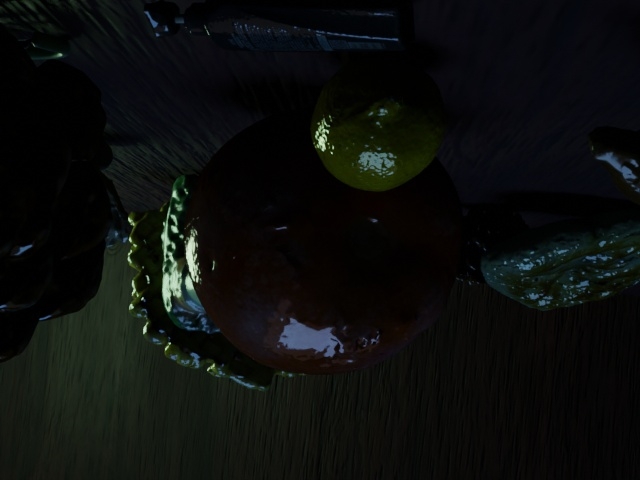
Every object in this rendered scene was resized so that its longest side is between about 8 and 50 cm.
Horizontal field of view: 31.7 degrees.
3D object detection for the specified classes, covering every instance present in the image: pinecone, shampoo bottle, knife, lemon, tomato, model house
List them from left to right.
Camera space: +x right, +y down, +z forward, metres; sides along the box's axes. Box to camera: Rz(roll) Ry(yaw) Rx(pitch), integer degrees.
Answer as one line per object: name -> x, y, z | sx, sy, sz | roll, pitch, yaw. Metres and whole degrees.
pinecone -> -0.260, -0.029, 0.686 | 0.244, 0.243, 0.309 | 10, -178, -38
knife -> -0.251, -0.130, 0.773 | 0.212, 0.015, 0.054 | 3, -177, 31
shampoo bottle -> -0.022, -0.112, 0.571 | 0.137, 0.027, 0.048 | 5, 162, 20
model house -> -0.006, 0.019, 1.299 | 0.267, 0.194, 0.325 | 9, 172, -29
tomato -> 0.000, 0.000, 0.866 | 0.208, 0.208, 0.184 | 8, 177, -23
lemon -> 0.035, -0.071, 0.675 | 0.082, 0.082, 0.111 | 7, 175, -10
pinecone -> 0.206, 0.000, 1.386 | 0.102, 0.102, 0.109 | 9, 141, -34

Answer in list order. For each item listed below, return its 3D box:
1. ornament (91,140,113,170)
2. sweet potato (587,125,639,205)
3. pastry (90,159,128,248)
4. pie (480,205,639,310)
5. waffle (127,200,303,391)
ornament -> -0.256, -0.087, 1.208 | 0.069, 0.041, 0.092 | 2, 168, -13
sweet potato -> 0.275, -0.035, 0.639 | 0.359, 0.112, 0.112 | 6, 177, -34
pastry -> -0.333, -0.041, 1.130 | 0.257, 0.120, 0.236 | -4, 155, 40
pie -> 0.292, 0.024, 1.288 | 0.241, 0.054, 0.240 | -8, 159, -3
waffle -> -0.120, 0.061, 1.491 | 0.301, 0.281, 0.058 | 22, 138, -19
